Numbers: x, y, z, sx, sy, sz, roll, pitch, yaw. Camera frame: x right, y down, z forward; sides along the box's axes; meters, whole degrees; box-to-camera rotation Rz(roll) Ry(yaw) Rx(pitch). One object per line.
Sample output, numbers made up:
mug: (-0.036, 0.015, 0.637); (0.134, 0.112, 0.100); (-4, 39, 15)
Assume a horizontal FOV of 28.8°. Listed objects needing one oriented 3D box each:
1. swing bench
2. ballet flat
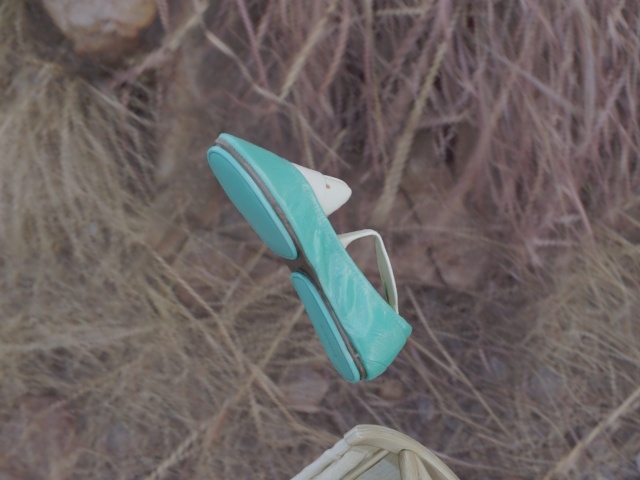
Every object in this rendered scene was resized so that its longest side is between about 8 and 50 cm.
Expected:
swing bench: (0.039, 0.361, 1.271); (0.253, 0.165, 0.255); (-41, 52, 29)
ballet flat: (0.000, 0.000, 1.024); (0.087, 0.247, 0.083); (-37, 20, -18)
